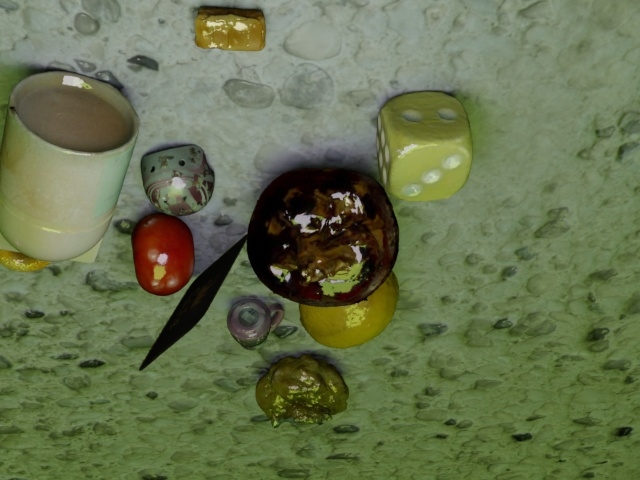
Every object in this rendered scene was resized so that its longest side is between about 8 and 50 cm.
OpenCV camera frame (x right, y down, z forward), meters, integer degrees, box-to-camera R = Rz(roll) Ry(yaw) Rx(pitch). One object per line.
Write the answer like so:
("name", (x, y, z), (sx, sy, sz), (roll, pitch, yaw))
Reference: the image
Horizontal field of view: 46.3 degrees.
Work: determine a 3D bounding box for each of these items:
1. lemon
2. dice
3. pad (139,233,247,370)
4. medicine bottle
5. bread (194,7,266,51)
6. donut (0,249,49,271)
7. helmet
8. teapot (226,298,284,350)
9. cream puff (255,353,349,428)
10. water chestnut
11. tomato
("lemon", (0.069, 0.145, 1.840), (0.235, 0.236, 0.263), (14, 155, -22))
("dice", (0.209, -0.192, 1.537), (0.169, 0.169, 0.166), (-4, 136, -4))
("pad", (-0.320, 0.130, 1.696), (0.063, 0.375, 0.315), (42, 120, -13))
("medicine bottle", (-0.519, -0.103, 1.481), (0.235, 0.236, 0.406), (13, 133, -21))
("bread", (-0.164, -0.384, 1.364), (0.132, 0.053, 0.074), (2, 137, -12))
("donut", (-0.680, 0.015, 1.721), (0.151, 0.058, 0.152), (-5, 136, -5))
("helmet", (-0.303, -0.111, 1.601), (0.153, 0.107, 0.177), (-14, 136, 3))
("teapot", (-0.178, 0.221, 1.995), (0.116, 0.148, 0.146), (27, 152, 16))
("cream puff", (-0.054, 0.468, 2.202), (0.281, 0.185, 0.282), (-3, 134, -3))
("water chestnut", (0.000, 0.000, 1.587), (0.334, 0.347, 0.336), (2, 99, 10))
("tomato", (-0.352, 0.031, 1.682), (0.135, 0.195, 0.195), (-6, 138, -15))
